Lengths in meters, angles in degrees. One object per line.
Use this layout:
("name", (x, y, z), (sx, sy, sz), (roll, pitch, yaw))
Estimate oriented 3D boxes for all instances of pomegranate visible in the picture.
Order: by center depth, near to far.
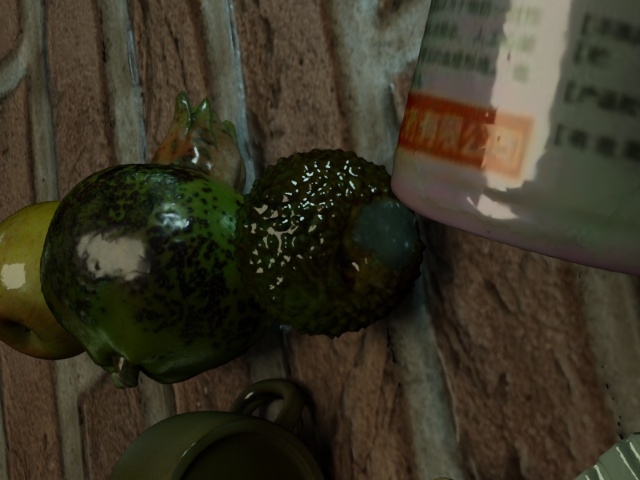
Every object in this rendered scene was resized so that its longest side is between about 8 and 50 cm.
("pomegranate", (-0.140, 0.005, 1.099), (0.276, 0.222, 0.204), (-83, 16, -56))

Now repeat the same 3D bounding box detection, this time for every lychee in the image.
("lychee", (0.000, 0.000, 0.951), (0.171, 0.171, 0.171), (-8, 79, 49))

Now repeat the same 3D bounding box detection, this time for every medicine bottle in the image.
("medicine bottle", (0.187, -0.186, 0.695), (0.219, 0.219, 0.388), (25, 104, 49))

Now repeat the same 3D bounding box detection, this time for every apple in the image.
("apple", (-0.296, 0.041, 1.290), (0.182, 0.182, 0.155), (-20, 41, 47))

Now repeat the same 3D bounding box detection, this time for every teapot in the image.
("teapot", (-0.105, 0.233, 1.030), (0.175, 0.185, 0.268), (-6, 43, 50))

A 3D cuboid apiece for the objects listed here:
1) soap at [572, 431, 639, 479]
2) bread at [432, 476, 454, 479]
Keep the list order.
("soap", (0.233, 0.218, 0.707), (0.119, 0.066, 0.198), (-51, 50, 32))
("bread", (0.083, 0.278, 0.795), (0.197, 0.170, 0.197), (26, 126, 42))
